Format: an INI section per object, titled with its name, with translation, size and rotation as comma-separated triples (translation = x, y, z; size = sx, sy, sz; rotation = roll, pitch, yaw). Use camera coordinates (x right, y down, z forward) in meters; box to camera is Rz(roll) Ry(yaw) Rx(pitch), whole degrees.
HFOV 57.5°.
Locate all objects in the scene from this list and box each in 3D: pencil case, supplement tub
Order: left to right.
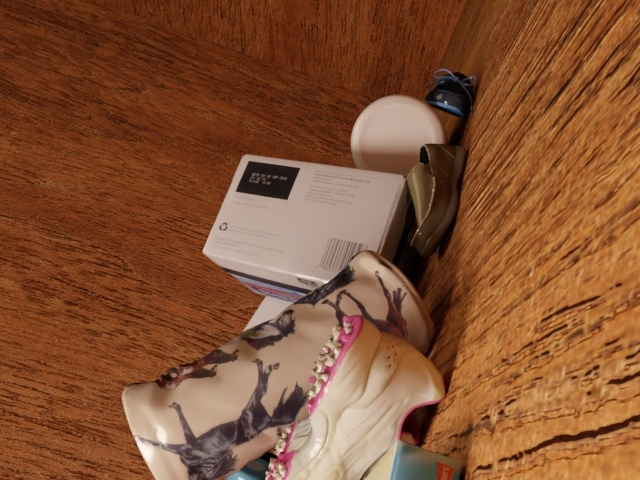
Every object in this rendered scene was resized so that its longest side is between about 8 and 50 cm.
[pencil case]
translation = -0.061, 0.171, 0.766
size = 0.160, 0.410, 0.183
rotation = 65, 171, -23
[supplement tub]
translation = 0.178, -0.205, 1.262
size = 0.272, 0.191, 0.191
rotation = -27, -43, -75

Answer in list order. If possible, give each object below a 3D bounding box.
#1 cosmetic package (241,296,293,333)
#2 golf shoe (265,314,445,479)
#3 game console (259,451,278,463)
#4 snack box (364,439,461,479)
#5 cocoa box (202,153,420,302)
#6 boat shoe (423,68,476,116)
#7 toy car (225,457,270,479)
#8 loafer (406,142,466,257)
[cosmetic package]
translation = -0.029, 0.215, 1.297
size = 0.453, 0.230, 0.161
rotation = -58, -17, -25
[golf shoe]
translation = 0.025, 0.233, 0.634
size = 0.115, 0.140, 0.306
rotation = -80, 13, -68
[game console]
translation = -0.118, 0.592, 1.038
size = 0.342, 0.060, 0.386
rotation = 52, -131, -47
[snack box]
translation = 0.032, 0.327, 0.522
size = 0.322, 0.060, 0.187
rotation = 106, -176, -51
[cocoa box]
translation = 0.000, 0.000, 1.135
size = 0.228, 0.347, 0.231
rotation = 51, -125, -57
[boat shoe]
translation = 0.273, -0.320, 1.240
size = 0.258, 0.109, 0.089
rotation = -69, 1, -72
[toy car]
translation = -0.210, 0.410, 0.811
size = 0.210, 0.238, 0.219
rotation = -11, -62, -85
[loafer]
translation = 0.181, -0.075, 0.980
size = 0.094, 0.087, 0.251
rotation = 106, -176, -48
